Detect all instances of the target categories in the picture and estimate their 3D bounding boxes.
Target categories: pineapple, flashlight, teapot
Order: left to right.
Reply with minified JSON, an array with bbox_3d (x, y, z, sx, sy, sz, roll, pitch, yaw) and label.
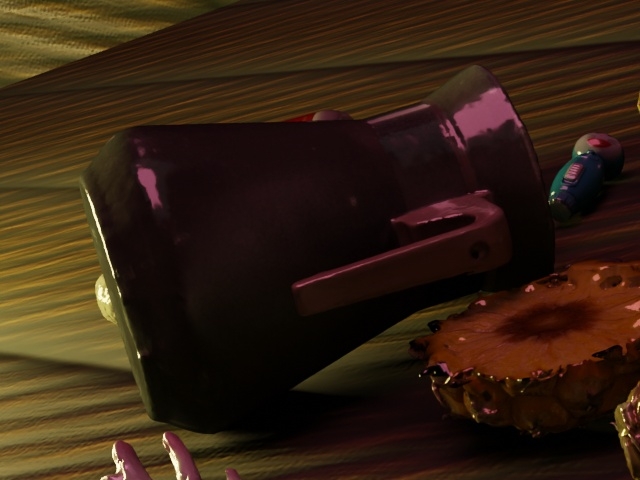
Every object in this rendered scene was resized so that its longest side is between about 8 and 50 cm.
[{"bbox_3d":[0.000,0.000,1.406,0.344,0.253,0.300,-18,16,-9],"label":"teapot"},{"bbox_3d":[0.171,0.080,1.244,0.225,0.076,0.225,-17,17,5],"label":"pineapple"},{"bbox_3d":[0.244,-0.056,1.630,0.051,0.051,0.129,-8,28,35],"label":"flashlight"}]

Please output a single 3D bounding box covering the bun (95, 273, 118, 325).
[{"bbox_3d":[-0.159,0.049,1.708,0.115,0.069,0.115,-17,19,6],"label":"bun"}]

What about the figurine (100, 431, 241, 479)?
[{"bbox_3d":[0.030,0.224,0.824,0.316,0.206,0.284,-10,25,11],"label":"figurine"}]

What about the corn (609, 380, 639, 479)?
[{"bbox_3d":[0.318,0.084,1.049,0.293,0.106,0.106,-18,17,-4],"label":"corn"}]

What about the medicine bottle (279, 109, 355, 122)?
[{"bbox_3d":[-0.073,-0.044,1.794,0.250,0.131,0.131,-15,18,19],"label":"medicine bottle"}]

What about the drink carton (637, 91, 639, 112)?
[{"bbox_3d":[0.402,-0.137,1.646,0.200,0.074,0.084,-15,18,19],"label":"drink carton"}]
